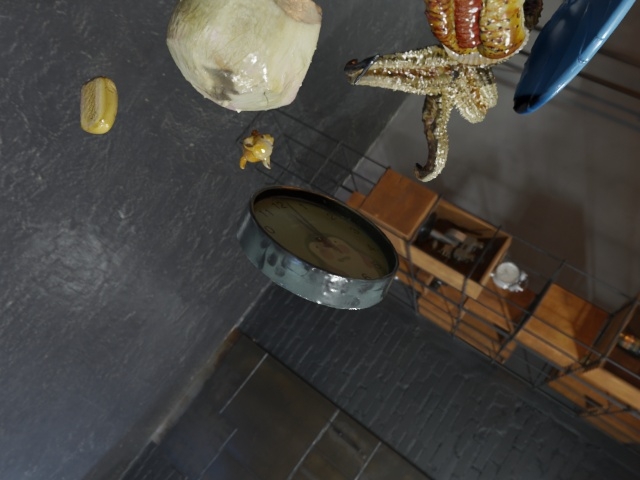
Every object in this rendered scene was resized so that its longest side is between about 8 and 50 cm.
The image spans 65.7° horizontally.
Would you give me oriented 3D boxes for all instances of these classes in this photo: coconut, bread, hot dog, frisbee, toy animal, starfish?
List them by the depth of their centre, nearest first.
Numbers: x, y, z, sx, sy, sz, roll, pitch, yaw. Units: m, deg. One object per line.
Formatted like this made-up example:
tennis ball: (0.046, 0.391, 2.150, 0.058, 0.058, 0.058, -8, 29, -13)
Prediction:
hot dog: (0.159, -0.243, 0.511, 0.192, 0.099, 0.053, 29, 55, -59)
frisbee: (0.311, -0.271, 0.616, 0.242, 0.045, 0.242, -59, 180, -1)
starfish: (0.175, -0.234, 0.683, 0.303, 0.113, 0.312, -16, 134, -32)
toy animal: (-0.103, -0.138, 0.774, 0.081, 0.060, 0.083, -40, -156, 12)
coconut: (-0.157, -0.390, 0.985, 0.297, 0.297, 0.254, -2, 117, -65)
bread: (-0.442, -0.271, 1.002, 0.056, 0.082, 0.115, 12, 67, -59)

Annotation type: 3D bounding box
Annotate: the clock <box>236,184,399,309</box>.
clock: (-0.001, 0.001, 0.946, 0.319, 0.319, 0.066, -22, 143, -56)
